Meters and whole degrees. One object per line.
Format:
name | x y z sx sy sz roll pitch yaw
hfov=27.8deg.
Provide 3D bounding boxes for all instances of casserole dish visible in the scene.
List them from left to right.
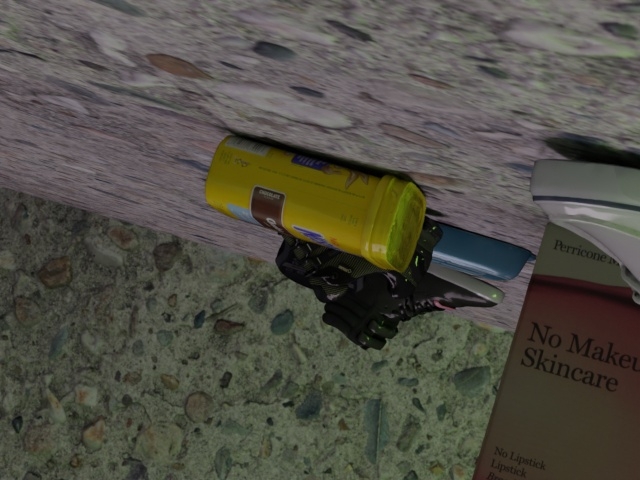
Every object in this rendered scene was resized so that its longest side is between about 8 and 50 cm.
casserole dish | 0.136 0.008 1.378 0.188 0.037 0.114 16 176 -4

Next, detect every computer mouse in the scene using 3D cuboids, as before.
computer mouse | 0.022 0.002 1.593 0.188 0.072 0.272 19 163 -6

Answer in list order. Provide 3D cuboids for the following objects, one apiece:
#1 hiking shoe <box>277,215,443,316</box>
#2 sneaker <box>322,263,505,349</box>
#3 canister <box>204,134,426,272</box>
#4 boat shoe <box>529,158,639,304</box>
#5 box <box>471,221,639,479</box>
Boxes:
hiking shoe | 0.000 0.000 1.254 0.227 0.114 0.086 16 175 0
sneaker | 0.126 0.099 1.870 0.295 0.147 0.104 12 172 37
canister | -0.003 -0.033 1.129 0.170 0.073 0.126 17 176 16
boat shoe | 0.235 0.019 0.785 0.258 0.084 0.095 18 176 -19
box | 0.236 0.119 1.090 0.148 0.232 0.127 15 175 19
